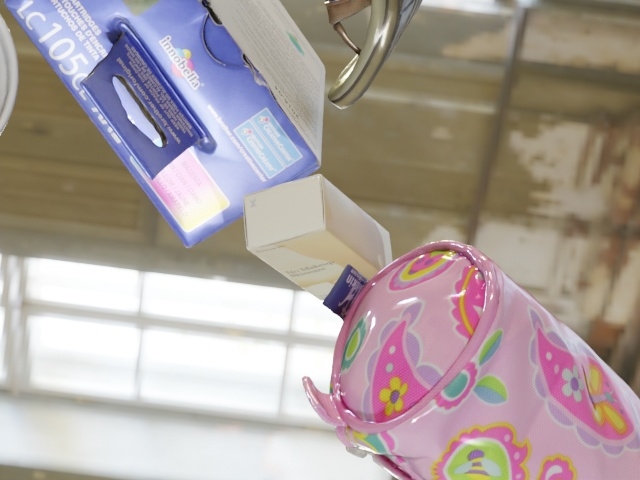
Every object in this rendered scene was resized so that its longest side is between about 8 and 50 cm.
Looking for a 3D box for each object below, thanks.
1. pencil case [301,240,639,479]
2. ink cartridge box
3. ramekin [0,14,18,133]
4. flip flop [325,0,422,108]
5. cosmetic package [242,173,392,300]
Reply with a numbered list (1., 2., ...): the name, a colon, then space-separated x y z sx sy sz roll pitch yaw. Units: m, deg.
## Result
1. pencil case: 0.122 0.118 0.883 0.124 0.284 0.124 -34 33 26
2. ink cartridge box: -0.126 -0.173 1.503 0.270 0.151 0.395 54 -170 -16
3. ramekin: -0.376 -0.136 1.479 0.109 0.207 0.207 146 135 -61
4. flip flop: 0.046 -0.228 1.451 0.112 0.080 0.277 -59 -10 -36
5. cosmetic package: 0.000 0.000 1.127 0.115 0.060 0.041 35 -136 -57
